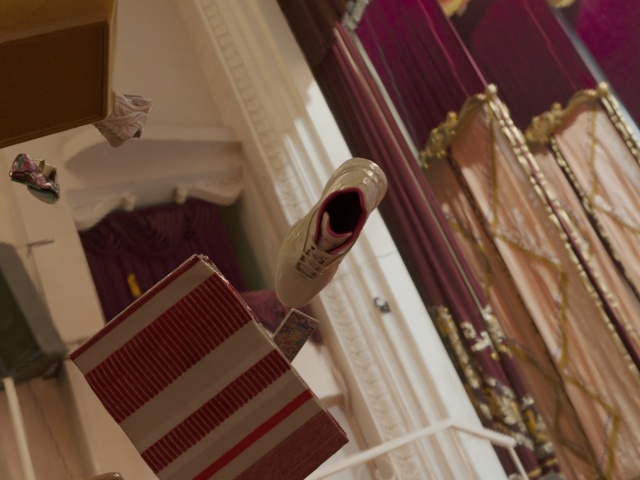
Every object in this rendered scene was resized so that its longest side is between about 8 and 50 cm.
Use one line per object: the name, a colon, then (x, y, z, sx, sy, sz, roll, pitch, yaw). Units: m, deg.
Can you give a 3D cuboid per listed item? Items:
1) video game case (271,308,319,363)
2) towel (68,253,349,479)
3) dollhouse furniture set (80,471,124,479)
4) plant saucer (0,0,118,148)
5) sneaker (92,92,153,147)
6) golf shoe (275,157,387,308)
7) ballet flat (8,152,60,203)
video game case: (-0.065, 0.209, 1.713, 0.087, 0.011, 0.122, 32, -86, -42)
towel: (-0.150, 0.213, 1.077, 0.237, 0.329, 0.037, -38, -3, 0)
dollhouse furniture set: (-0.283, 0.627, 1.284, 0.256, 0.362, 0.394, -9, -50, -31)
plant saucer: (-0.479, -0.280, 1.338, 0.332, 0.081, 0.333, -23, -27, -28)
sneaker: (-0.436, -0.252, 1.668, 0.090, 0.115, 0.232, 10, 8, 28)
golf shoe: (0.000, 0.000, 1.366, 0.306, 0.115, 0.140, -60, 1, 21)
ballet flat: (-0.625, -0.141, 1.777, 0.076, 0.079, 0.221, 14, -10, 4)
